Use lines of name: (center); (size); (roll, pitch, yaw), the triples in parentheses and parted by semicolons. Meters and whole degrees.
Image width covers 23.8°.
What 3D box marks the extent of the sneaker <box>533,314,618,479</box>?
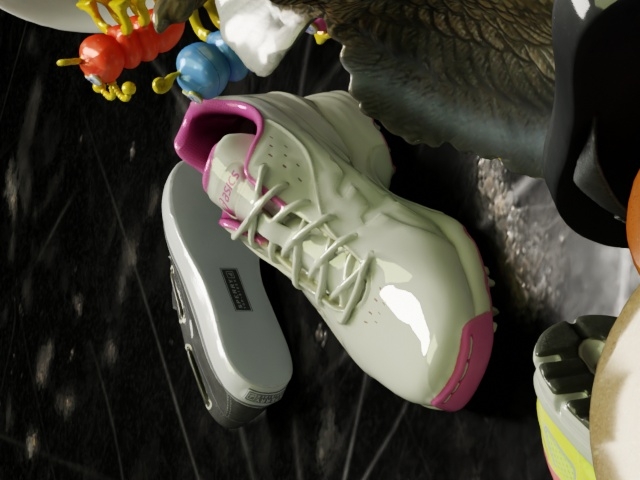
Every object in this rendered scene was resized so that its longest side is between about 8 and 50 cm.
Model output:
sneaker: (0.162, 0.133, 0.690); (0.094, 0.081, 0.208); (92, 159, -46)

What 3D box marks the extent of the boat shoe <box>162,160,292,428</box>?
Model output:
boat shoe: (-0.081, 0.041, 1.162); (0.076, 0.080, 0.229); (-53, 46, 39)

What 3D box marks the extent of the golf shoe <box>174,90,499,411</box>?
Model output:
golf shoe: (0.000, 0.000, 0.949); (0.306, 0.140, 0.115); (54, 128, 51)

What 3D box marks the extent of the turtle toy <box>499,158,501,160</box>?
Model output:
turtle toy: (0.102, -0.113, 0.859); (0.130, 0.066, 0.095); (-55, 36, 21)

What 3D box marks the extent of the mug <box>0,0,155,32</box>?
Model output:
mug: (-0.150, -0.404, 1.249); (0.374, 0.276, 0.328); (-28, 45, 21)

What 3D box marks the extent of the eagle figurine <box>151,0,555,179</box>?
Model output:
eagle figurine: (0.068, -0.151, 0.759); (0.225, 0.298, 0.226); (-95, 12, -51)

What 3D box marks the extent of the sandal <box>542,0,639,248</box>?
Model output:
sandal: (0.139, -0.041, 0.623); (0.097, 0.254, 0.054); (-24, 66, 8)

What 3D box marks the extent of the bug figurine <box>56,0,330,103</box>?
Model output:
bug figurine: (-0.058, -0.158, 1.051); (0.279, 0.216, 0.072); (19, 136, 62)

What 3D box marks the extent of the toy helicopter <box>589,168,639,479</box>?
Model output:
toy helicopter: (0.180, 0.128, 0.508); (0.235, 0.140, 0.355); (-55, 31, 23)
